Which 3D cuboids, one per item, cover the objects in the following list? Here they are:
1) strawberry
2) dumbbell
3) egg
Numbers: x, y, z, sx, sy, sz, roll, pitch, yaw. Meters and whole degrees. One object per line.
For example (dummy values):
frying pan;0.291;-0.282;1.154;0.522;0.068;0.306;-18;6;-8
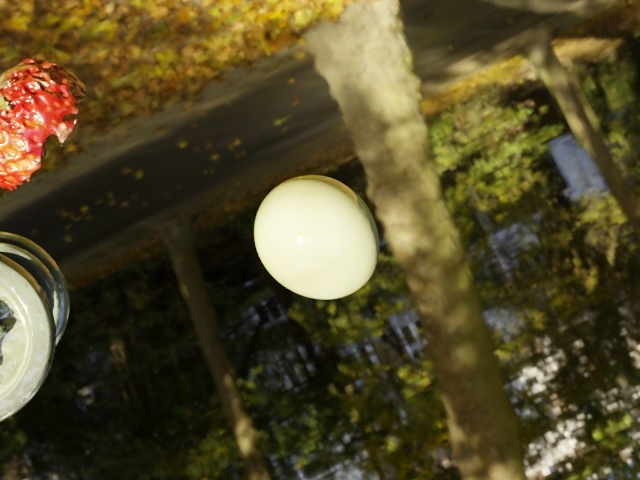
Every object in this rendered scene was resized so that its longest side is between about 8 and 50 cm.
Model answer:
strawberry;-0.303;-0.121;1.006;0.145;0.086;0.145;-45;-151;34
dumbbell;-0.361;0.084;1.043;0.179;0.179;0.406;-26;-172;-10
egg;0.000;0.000;1.592;0.188;0.189;0.253;-27;144;18
